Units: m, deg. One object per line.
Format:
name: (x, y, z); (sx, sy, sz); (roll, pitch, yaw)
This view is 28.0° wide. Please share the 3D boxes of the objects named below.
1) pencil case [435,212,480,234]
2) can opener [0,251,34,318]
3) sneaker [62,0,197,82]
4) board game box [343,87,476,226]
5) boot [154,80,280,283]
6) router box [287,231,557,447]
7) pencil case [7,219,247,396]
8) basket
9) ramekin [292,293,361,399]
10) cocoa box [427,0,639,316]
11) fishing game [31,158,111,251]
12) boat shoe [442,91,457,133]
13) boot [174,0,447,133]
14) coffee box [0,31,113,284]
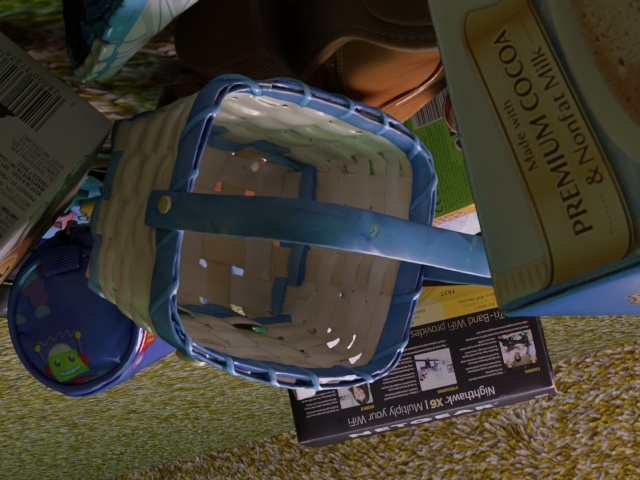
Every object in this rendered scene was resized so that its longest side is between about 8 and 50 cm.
pencil case: (0.190, -0.076, 1.214); (0.273, 0.113, 0.124); (-18, 131, 25)
can opener: (-0.299, 0.058, 1.387); (0.095, 0.076, 0.283); (-9, 171, 18)
sneaker: (-0.107, -0.156, 0.813); (0.083, 0.071, 0.191); (-9, 166, -31)
board game box: (0.035, -0.052, 1.172); (0.259, 0.124, 0.039); (-20, 163, 29)
boot: (-0.075, -0.038, 1.048); (0.073, 0.197, 0.152); (9, -170, 44)
router box: (0.104, 0.096, 1.532); (0.309, 0.243, 0.081); (-13, 164, 9)
pencil case: (-0.145, 0.025, 1.082); (0.119, 0.133, 0.306); (-2, -168, 19)
basket: (0.000, 0.000, 0.859); (0.255, 0.201, 0.289); (13, 171, -39)
ramekin: (-0.010, 0.062, 1.420); (0.109, 0.207, 0.207); (-19, 165, -6)
cocoa box: (0.176, -0.164, 0.458); (0.231, 0.347, 0.228); (3, 160, -43)
fishing game: (-0.213, -0.022, 1.264); (0.189, 0.041, 0.264); (0, 162, -27)
boat shoe: (0.172, -0.138, 0.973); (0.183, 0.066, 0.066); (-41, 179, 12)
boot: (0.063, -0.138, 0.916); (0.283, 0.109, 0.220); (-17, 163, 22)
coffee box: (-0.289, 0.016, 0.878); (0.297, 0.119, 0.168); (-54, -174, -27)
